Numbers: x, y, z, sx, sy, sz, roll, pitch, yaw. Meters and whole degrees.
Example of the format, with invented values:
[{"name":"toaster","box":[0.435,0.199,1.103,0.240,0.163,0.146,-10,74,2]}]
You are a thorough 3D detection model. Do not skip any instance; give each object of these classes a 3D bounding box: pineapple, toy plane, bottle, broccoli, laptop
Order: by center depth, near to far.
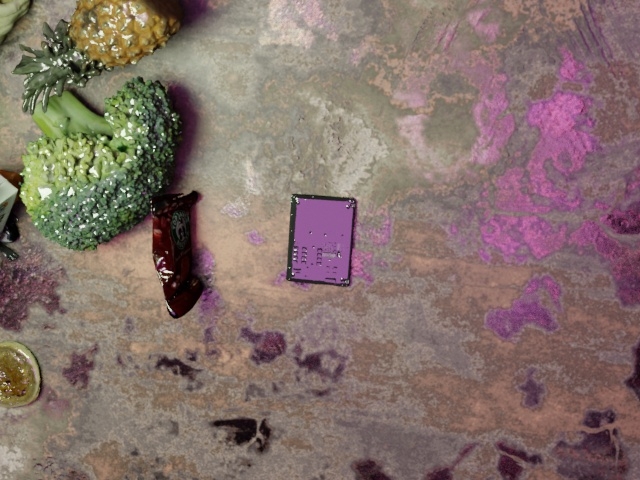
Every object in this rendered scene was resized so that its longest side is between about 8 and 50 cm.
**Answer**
[{"name":"pineapple","box":[-0.413,-0.348,1.549,0.340,0.169,0.169,-33,97,21]},{"name":"broccoli","box":[-0.429,-0.154,1.605,0.302,0.249,0.375,42,109,-6]},{"name":"laptop","box":[0.000,0.000,1.707,0.129,0.016,0.180,4,101,5]},{"name":"bottle","box":[-0.699,-0.120,1.738,0.187,0.069,0.069,12,103,6]},{"name":"toy plane","box":[-0.689,-0.042,1.761,0.197,0.053,0.078,34,113,-6]}]

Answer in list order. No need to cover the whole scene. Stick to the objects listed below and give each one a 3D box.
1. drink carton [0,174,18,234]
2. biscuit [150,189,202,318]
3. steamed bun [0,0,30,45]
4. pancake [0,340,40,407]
[{"name":"drink carton","box":[-0.692,-0.010,1.657,0.106,0.130,0.315,39,135,-3]},{"name":"biscuit","box":[-0.277,0.019,1.675,0.063,0.151,0.235,0,104,11]},{"name":"steamed bun","box":[-0.679,-0.502,1.584,0.275,0.206,0.320,-31,101,10]},{"name":"pancake","box":[-0.660,0.287,1.840,0.152,0.025,0.151,1,101,7]}]
